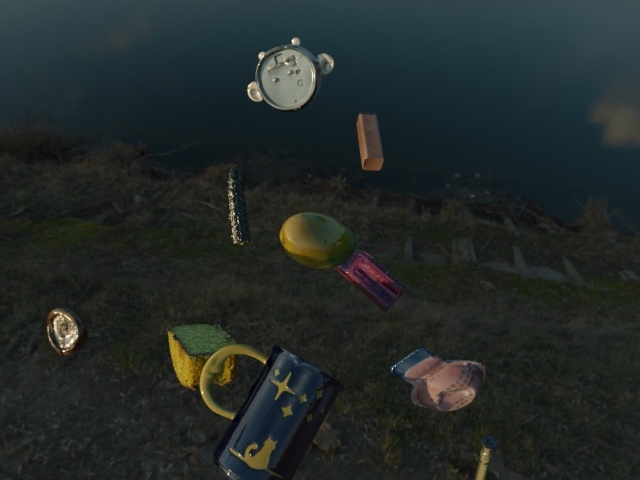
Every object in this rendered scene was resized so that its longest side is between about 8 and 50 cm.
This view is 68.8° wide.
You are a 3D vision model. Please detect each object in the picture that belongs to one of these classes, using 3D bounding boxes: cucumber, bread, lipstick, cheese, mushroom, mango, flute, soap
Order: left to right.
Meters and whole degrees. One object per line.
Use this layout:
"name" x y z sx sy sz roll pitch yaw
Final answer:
"mushroom" -0.622 0.220 1.149 0.123 0.123 0.052 16 12 18
"bread" -0.306 0.312 1.226 0.160 0.147 0.261 0 9 -34
"cucumber" -0.309 -0.130 1.736 0.072 0.300 0.072 -6 1 0
"mango" 0.000 0.000 1.070 0.195 0.092 0.130 1 78 -35
"soap" 0.153 0.115 1.532 0.250 0.162 0.099 42 84 12
"lipstick" 0.114 -0.230 1.078 0.045 0.045 0.145 2 57 -9
"cheese" 0.271 0.317 1.058 0.189 0.286 0.074 -43 36 18
"flute" 0.276 0.430 0.815 0.027 0.233 0.027 0 28 0

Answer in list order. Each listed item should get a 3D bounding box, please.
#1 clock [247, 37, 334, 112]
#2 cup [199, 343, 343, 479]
"clock" -0.077 -0.389 1.117 0.229 0.155 0.063 -14 23 17
"cup" -0.123 0.356 0.977 0.255 0.178 0.256 23 69 27
